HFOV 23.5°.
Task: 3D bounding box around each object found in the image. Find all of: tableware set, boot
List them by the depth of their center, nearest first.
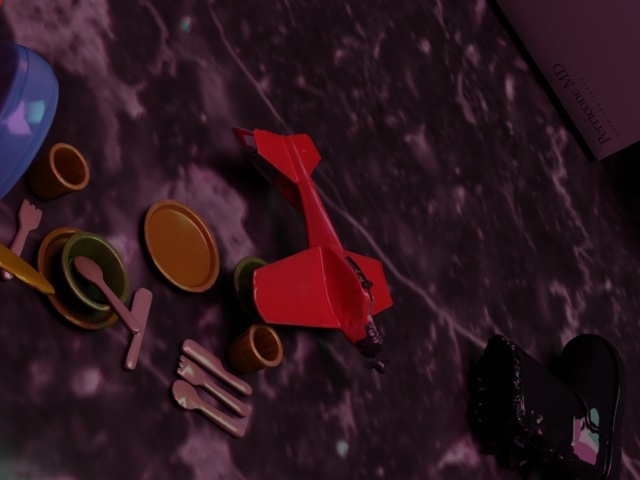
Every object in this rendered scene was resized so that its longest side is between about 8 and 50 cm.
[{"bbox_3d":[-0.072,0.014,0.701,0.154,0.024,0.104,39,40,-29],"label":"tableware set"},{"bbox_3d":[0.132,0.086,0.897,0.099,0.045,0.121,34,44,-29],"label":"boot"}]

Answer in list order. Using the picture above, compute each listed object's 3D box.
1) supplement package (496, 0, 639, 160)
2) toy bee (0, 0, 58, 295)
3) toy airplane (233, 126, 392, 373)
[{"bbox_3d":[0.218,-0.229,1.130,0.262,0.145,0.204,55,35,-8],"label":"supplement package"},{"bbox_3d":[-0.159,-0.055,0.556,0.298,0.162,0.195,-45,114,-29],"label":"toy bee"},{"bbox_3d":[0.000,0.000,0.786,0.151,0.028,0.151,44,27,-29],"label":"toy airplane"}]
